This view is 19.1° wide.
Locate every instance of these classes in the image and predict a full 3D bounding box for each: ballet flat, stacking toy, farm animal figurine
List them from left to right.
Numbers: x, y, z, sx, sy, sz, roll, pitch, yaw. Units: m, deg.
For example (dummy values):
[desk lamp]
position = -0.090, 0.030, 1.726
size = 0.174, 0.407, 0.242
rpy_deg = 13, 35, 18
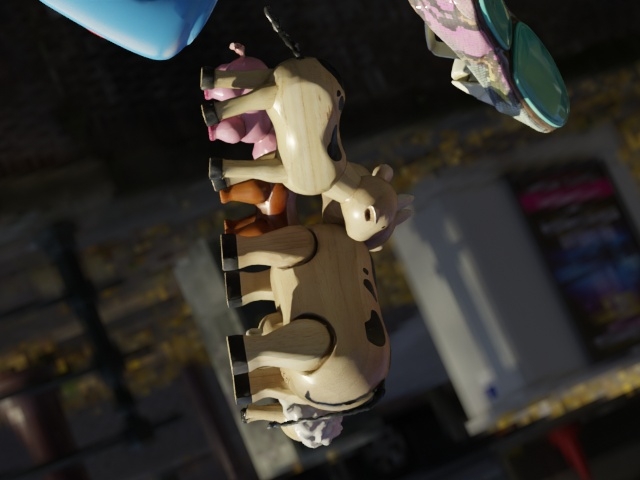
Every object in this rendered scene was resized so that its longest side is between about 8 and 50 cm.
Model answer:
[stacking toy]
position = -0.208, -0.268, 1.855
size = 0.166, 0.175, 0.302
rpy_deg = 26, 172, -20
[farm animal figurine]
position = 0.000, 0.000, 1.629
size = 0.172, 0.326, 0.330
rpy_deg = -5, 168, -1
[ballet flat]
position = 0.134, -0.158, 1.568
size = 0.079, 0.077, 0.221
rpy_deg = -7, 151, 26
